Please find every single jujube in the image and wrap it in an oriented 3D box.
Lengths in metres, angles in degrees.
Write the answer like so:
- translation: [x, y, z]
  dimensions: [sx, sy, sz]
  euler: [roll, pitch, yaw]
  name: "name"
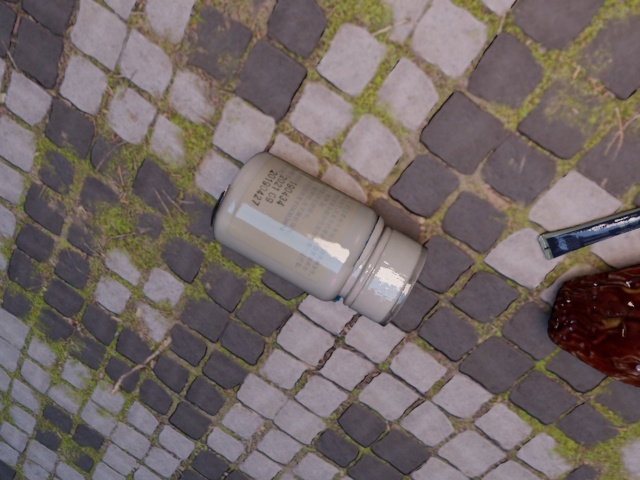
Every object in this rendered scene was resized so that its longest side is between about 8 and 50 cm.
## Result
- translation: [0.399, 0.099, 0.584]
  dimensions: [0.237, 0.168, 0.167]
  euler: [7, 117, 33]
  name: "jujube"

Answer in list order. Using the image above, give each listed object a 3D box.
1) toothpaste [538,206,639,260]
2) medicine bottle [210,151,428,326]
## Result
- translation: [0.345, -0.013, 0.615]
  dimensions: [0.140, 0.021, 0.037]
  euler: [-22, 98, 27]
  name: "toothpaste"
- translation: [0.000, 0.000, 0.661]
  dimensions: [0.258, 0.143, 0.143]
  euler: [30, 119, 4]
  name: "medicine bottle"
